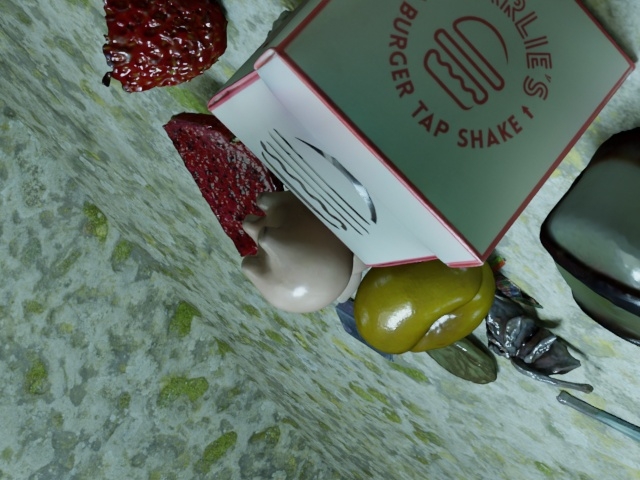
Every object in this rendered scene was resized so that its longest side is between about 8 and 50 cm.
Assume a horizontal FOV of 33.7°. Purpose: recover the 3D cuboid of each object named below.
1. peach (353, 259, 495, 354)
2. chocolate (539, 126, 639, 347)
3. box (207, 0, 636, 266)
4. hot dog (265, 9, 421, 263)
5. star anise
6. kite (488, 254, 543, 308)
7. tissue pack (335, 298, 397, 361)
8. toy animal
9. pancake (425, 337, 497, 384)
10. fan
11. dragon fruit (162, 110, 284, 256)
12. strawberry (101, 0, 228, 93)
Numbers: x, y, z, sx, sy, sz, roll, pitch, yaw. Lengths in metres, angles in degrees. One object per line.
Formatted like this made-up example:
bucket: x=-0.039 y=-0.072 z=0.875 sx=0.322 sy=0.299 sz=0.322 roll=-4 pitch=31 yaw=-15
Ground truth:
peach: x=0.179 y=0.099 z=1.793 sx=0.251 sy=0.251 sz=0.153 roll=97 pitch=159 yaw=-68
chocolate: x=0.403 y=0.020 z=1.271 sx=0.283 sy=0.186 sz=0.284 roll=35 pitch=160 yaw=15
box: x=0.102 y=-0.177 z=1.221 sx=0.314 sy=0.312 sz=0.300 roll=45 pitch=161 yaw=-13
hot dog: x=0.065 y=-0.125 z=1.610 sx=0.367 sy=0.196 sz=0.365 roll=39 pitch=165 yaw=13
star anise: x=0.369 y=0.192 z=1.868 sx=0.231 sy=0.089 sz=0.209 roll=37 pitch=173 yaw=49
kite: x=0.280 y=0.052 z=1.848 sx=0.241 sy=0.014 sz=0.183 roll=42 pitch=160 yaw=2
tissue pack: x=0.113 y=0.204 z=2.447 sx=0.156 sy=0.051 sz=0.112 roll=29 pitch=157 yaw=33
toy animal: x=0.000 y=0.000 z=1.846 sx=0.269 sy=0.326 sz=0.237 roll=27 pitch=128 yaw=-18
pancake: x=0.272 y=0.227 z=2.207 sx=0.222 sy=0.042 sz=0.236 roll=33 pitch=163 yaw=10
fan: x=0.559 y=0.348 z=1.951 sx=0.282 sy=0.023 sz=0.057 roll=25 pitch=164 yaw=39
dragon fruit: x=-0.125 y=-0.143 z=2.028 sx=0.205 sy=0.152 sz=0.317 roll=-11 pitch=114 yaw=45
strawberry: x=-0.247 y=-0.347 z=1.736 sx=0.178 sy=0.234 sz=0.234 roll=6 pitch=150 yaw=15
